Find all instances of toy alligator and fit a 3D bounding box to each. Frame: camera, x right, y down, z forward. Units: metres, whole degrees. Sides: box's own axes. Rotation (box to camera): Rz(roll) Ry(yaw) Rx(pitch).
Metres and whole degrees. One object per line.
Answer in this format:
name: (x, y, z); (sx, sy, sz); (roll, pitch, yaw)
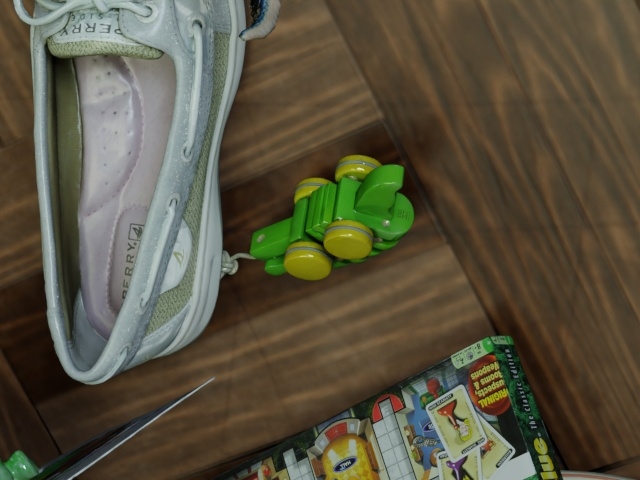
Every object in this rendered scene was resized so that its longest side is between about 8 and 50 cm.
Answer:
toy alligator: (0.000, 0.000, 1.081); (0.051, 0.056, 0.189); (28, 145, -29)

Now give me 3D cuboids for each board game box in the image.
board game box: (0.032, 0.171, 1.106); (0.259, 0.030, 0.136); (-31, 70, 33)

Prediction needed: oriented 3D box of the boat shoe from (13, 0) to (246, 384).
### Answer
boat shoe: (-0.117, -0.078, 1.052); (0.118, 0.103, 0.320); (8, 104, 19)

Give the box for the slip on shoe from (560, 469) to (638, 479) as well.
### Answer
slip on shoe: (0.218, 0.230, 1.056); (0.331, 0.101, 0.123); (23, 121, 15)

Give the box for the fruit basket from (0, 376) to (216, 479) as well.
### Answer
fruit basket: (-0.261, 0.184, 1.041); (0.165, 0.327, 0.353); (56, 145, 3)

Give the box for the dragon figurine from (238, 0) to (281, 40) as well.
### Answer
dragon figurine: (-0.093, -0.207, 0.957); (0.144, 0.085, 0.289); (-11, 69, 8)
